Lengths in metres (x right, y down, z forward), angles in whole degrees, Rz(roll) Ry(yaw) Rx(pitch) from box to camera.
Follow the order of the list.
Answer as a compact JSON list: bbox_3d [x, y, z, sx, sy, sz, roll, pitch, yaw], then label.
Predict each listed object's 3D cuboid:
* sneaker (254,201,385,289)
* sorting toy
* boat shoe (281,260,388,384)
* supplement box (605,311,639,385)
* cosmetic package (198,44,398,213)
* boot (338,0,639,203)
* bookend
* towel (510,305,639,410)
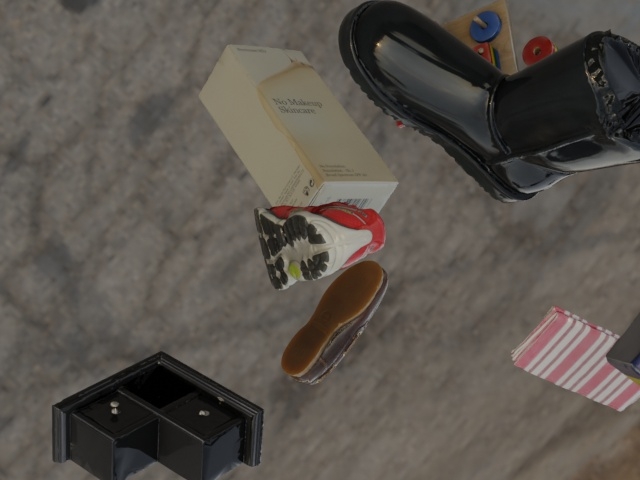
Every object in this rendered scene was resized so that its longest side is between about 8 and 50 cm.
[{"bbox_3d":[0.000,0.000,1.776,0.118,0.107,0.279,-16,-171,-20],"label":"sneaker"},{"bbox_3d":[0.192,-0.257,1.990,0.274,0.132,0.046,-20,152,29],"label":"sorting toy"},{"bbox_3d":[0.027,0.120,2.078,0.207,0.073,0.073,-48,142,3],"label":"boat shoe"},{"bbox_3d":[0.492,0.151,1.421,0.194,0.356,0.195,-53,175,1],"label":"supplement box"},{"bbox_3d":[-0.037,-0.155,2.185,0.160,0.309,0.113,-3,138,-43],"label":"cosmetic package"},{"bbox_3d":[0.161,-0.137,1.187,0.207,0.246,0.094,-22,-147,54],"label":"boot"},{"bbox_3d":[-0.169,0.202,1.492,0.157,0.156,0.072,-25,130,-43],"label":"bookend"},{"bbox_3d":[0.391,0.170,2.078,0.144,0.197,0.029,123,-12,-50],"label":"towel"}]
